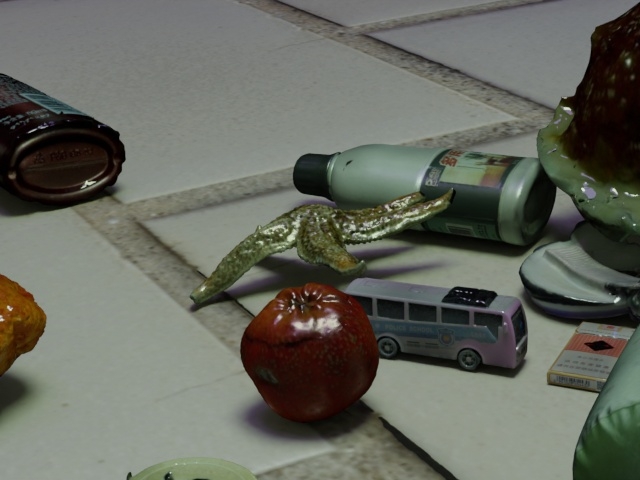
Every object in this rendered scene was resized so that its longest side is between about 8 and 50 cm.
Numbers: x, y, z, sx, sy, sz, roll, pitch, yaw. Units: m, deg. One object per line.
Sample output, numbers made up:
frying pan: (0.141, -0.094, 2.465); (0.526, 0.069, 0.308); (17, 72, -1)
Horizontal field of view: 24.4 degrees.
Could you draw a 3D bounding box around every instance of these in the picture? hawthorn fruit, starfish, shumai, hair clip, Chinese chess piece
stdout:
hawthorn fruit: (-0.005, 0.075, 0.950); (0.093, 0.093, 0.093); (-2, 21, 1)
starfish: (-0.001, -0.002, 1.150); (0.223, 0.050, 0.217); (-26, 23, -15)
shumai: (0.312, -0.098, 1.208); (0.288, 0.292, 0.330); (-34, 11, -5)
hair clip: (0.212, 0.025, 1.104); (0.116, 0.049, 0.172); (-7, 19, -24)
Chinese chess piece: (-0.071, 0.152, 0.825); (0.084, 0.034, 0.084); (-1, 22, 0)

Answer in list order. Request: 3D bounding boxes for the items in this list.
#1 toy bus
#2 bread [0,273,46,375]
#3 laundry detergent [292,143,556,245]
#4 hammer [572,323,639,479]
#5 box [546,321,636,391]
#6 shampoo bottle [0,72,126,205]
toy bus: (0.079, 0.056, 1.030); (0.131, 0.052, 0.037); (7, 22, 23)
bread: (-0.317, 0.072, 0.979); (0.269, 0.095, 0.139); (-4, 14, 6)
laundry detergent: (0.082, -0.045, 1.266); (0.226, 0.070, 0.099); (8, 32, 26)
hammer: (0.312, 0.125, 0.776); (0.335, 0.119, 0.206); (13, 27, 19)
box: (0.189, 0.079, 1.013); (0.046, 0.012, 0.083); (7, 25, 25)
shampoo bottle: (-0.317, -0.114, 1.465); (0.129, 0.084, 0.323); (-14, 23, -31)
